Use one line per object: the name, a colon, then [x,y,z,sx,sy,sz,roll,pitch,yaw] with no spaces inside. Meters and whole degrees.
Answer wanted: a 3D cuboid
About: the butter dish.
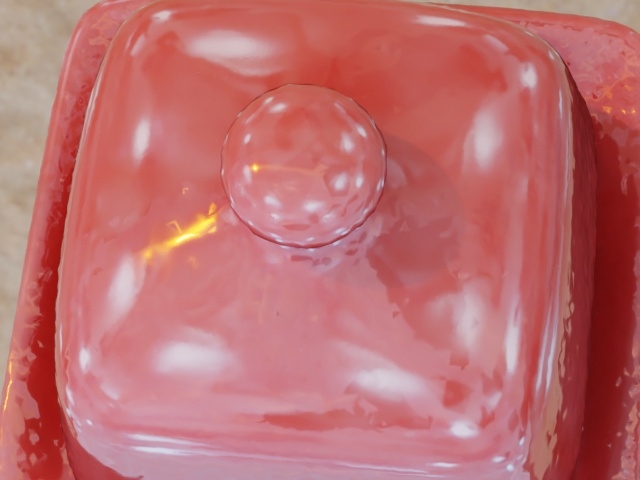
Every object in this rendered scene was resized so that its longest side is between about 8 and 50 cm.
butter dish: [0.000,0.000,0.434,0.160,0.160,0.118,5,164,6]
